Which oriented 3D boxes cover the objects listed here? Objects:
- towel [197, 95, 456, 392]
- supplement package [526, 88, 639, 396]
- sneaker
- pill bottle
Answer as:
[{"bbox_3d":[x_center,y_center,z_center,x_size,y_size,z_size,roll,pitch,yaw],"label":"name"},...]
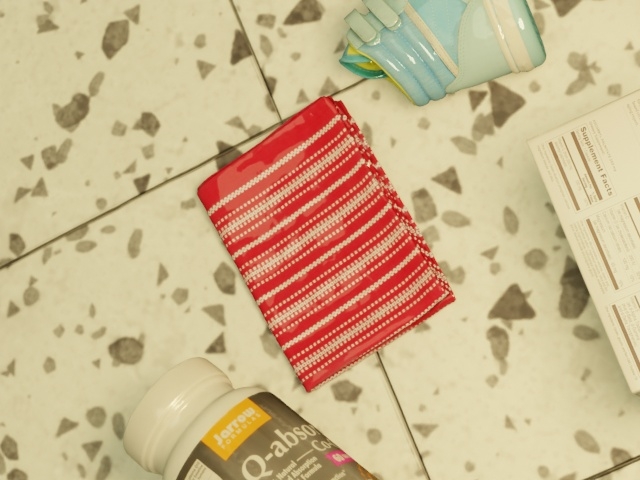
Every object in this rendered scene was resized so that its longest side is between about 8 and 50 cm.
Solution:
[{"bbox_3d":[0.000,0.000,1.848,0.199,0.031,0.274,-34,71,11],"label":"towel"},{"bbox_3d":[0.331,0.010,1.634,0.145,0.204,0.261,-24,73,15],"label":"supplement package"},{"bbox_3d":[0.090,-0.291,1.821,0.208,0.127,0.319,-25,72,12],"label":"sneaker"},{"bbox_3d":[-0.061,0.252,1.751,0.278,0.162,0.162,37,93,21],"label":"pill bottle"}]
